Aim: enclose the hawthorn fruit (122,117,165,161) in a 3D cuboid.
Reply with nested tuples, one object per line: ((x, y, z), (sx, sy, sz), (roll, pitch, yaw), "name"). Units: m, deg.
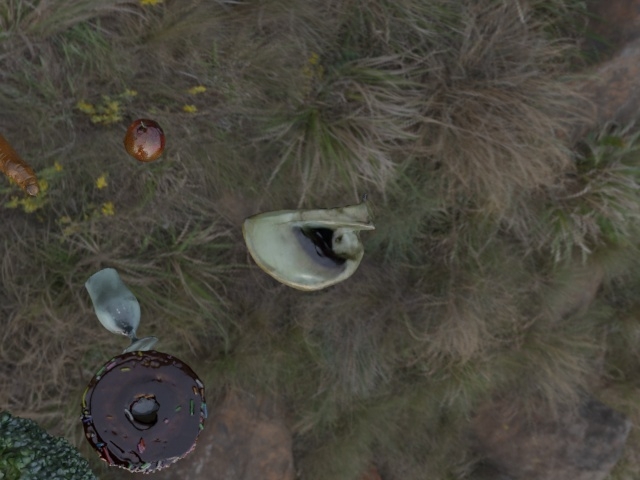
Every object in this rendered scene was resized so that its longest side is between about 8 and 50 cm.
((-0.298, -0.173, 1.088), (0.077, 0.077, 0.077), (-11, 120, -20), "hawthorn fruit")

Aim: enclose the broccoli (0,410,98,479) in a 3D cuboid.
((-0.476, 0.427, 0.992), (0.338, 0.318, 0.277), (-1, 131, 23), "broccoli")

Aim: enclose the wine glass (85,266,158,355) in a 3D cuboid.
((-0.446, 0.160, 1.417), (0.093, 0.202, 0.093), (-29, 158, -13), "wine glass")

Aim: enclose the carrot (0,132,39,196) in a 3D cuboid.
((-0.644, -0.170, 1.301), (0.059, 0.248, 0.059), (-41, 156, -23), "carrot")

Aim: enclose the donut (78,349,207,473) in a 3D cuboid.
((-0.335, 0.327, 1.210), (0.235, 0.235, 0.089), (-5, 153, -23), "donut")

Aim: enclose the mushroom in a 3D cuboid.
((-0.004, 0.002, 1.472), (0.291, 0.217, 0.212), (-17, 87, 8), "mushroom")
